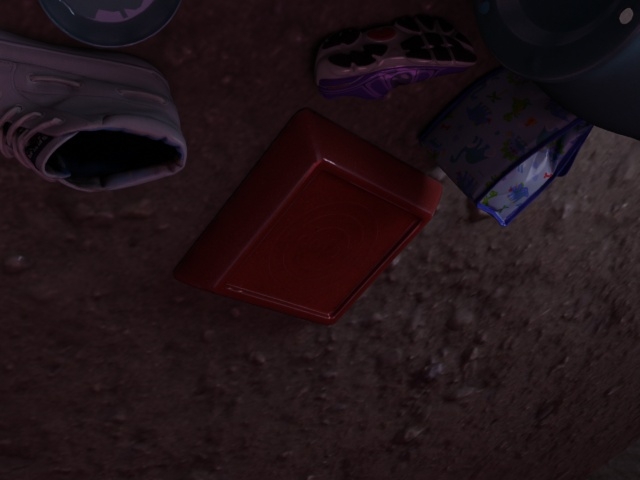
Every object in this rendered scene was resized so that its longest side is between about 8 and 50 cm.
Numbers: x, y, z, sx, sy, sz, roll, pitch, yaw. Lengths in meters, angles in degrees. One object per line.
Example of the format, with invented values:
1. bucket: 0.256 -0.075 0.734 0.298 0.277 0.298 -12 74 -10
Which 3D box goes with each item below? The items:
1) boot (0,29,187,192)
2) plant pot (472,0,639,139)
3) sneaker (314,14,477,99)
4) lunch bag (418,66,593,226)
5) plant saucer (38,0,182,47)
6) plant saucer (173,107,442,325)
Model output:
1. boot: -0.235 -0.101 0.567 0.258 0.123 0.095 -4 132 -26
2. plant pot: 0.282 -0.215 0.616 0.255 0.272 0.272 -2 132 -38
3. sneaker: 0.074 -0.180 0.727 0.169 0.068 0.071 -9 150 -11
4. lunch bag: 0.210 -0.115 0.803 0.151 0.129 0.096 -48 140 16
5. plant saucer: -0.168 -0.213 0.572 0.119 0.021 0.119 -16 137 -16
6. plant saucer: 0.000 0.000 0.858 0.258 0.048 0.259 22 117 -42
